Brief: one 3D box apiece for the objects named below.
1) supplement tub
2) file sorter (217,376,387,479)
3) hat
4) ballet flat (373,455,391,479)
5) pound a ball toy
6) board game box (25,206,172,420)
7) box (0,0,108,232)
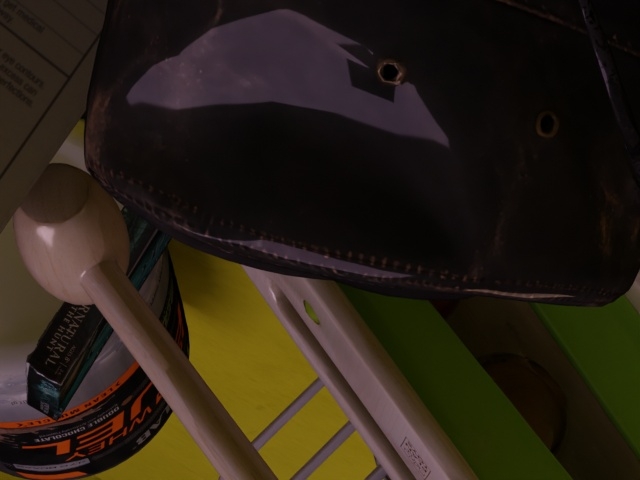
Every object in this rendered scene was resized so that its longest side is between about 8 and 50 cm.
[{"bbox_3d":[-0.204,0.056,1.157,0.207,0.207,0.338,29,162,10],"label":"supplement tub"},{"bbox_3d":[0.069,0.212,0.987,0.173,0.193,0.277,43,-175,-26],"label":"file sorter"},{"bbox_3d":[0.016,-0.047,0.511,0.331,0.134,0.331,21,179,0],"label":"hat"},{"bbox_3d":[0.063,0.152,1.198,0.068,0.072,0.213,34,164,32],"label":"ballet flat"},{"bbox_3d":[0.038,0.070,0.681,0.319,0.208,0.135,53,166,15],"label":"pound a ball toy"},{"bbox_3d":[-0.114,0.012,0.928,0.026,0.186,0.126,30,162,-1],"label":"board game box"},{"bbox_3d":[-0.181,-0.066,0.632,0.148,0.311,0.121,40,160,-20],"label":"box"}]
